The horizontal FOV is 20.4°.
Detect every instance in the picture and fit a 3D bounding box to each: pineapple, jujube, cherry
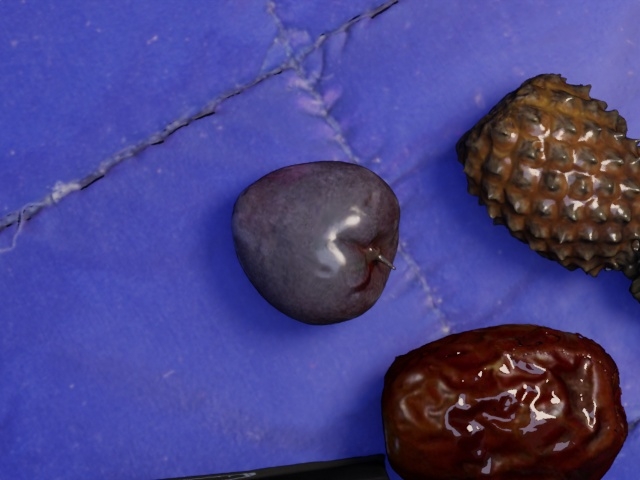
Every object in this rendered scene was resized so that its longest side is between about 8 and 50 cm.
[{"bbox_3d":[0.299,-0.005,1.788,0.175,0.175,0.361,-42,91,-1],"label":"pineapple"},{"bbox_3d":[0.186,0.175,1.789,0.243,0.183,0.183,-4,90,7],"label":"jujube"},{"bbox_3d":[-0.003,0.003,1.799,0.176,0.140,0.176,-4,78,20],"label":"cherry"}]

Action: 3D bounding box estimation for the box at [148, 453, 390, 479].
[{"bbox_3d":[-0.081,0.361,1.763,0.345,0.204,0.251,-8,90,-1],"label":"box"}]
